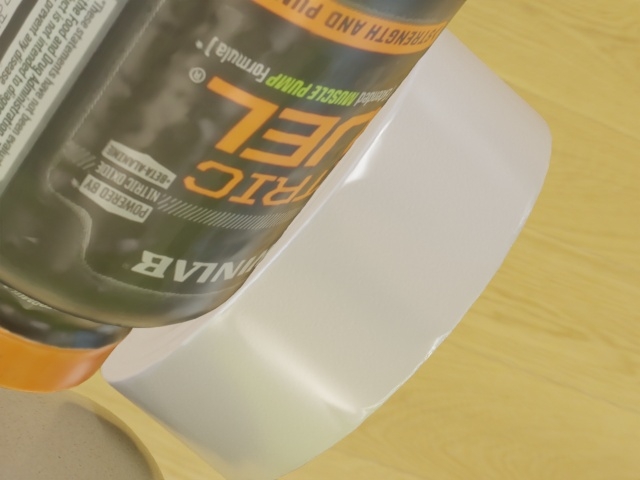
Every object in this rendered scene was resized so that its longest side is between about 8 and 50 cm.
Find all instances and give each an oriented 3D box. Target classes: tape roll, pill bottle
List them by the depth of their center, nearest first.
[{"bbox_3d":[-0.045,-0.063,0.498,0.130,0.130,0.246,27,120,-20],"label":"pill bottle"},{"bbox_3d":[0.000,0.000,0.955,0.100,0.286,0.286,40,84,-14],"label":"tape roll"}]

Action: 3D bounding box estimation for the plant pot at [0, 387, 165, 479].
[{"bbox_3d":[-0.190,0.184,0.923,0.191,0.284,0.284,-26,108,-47],"label":"plant pot"}]
